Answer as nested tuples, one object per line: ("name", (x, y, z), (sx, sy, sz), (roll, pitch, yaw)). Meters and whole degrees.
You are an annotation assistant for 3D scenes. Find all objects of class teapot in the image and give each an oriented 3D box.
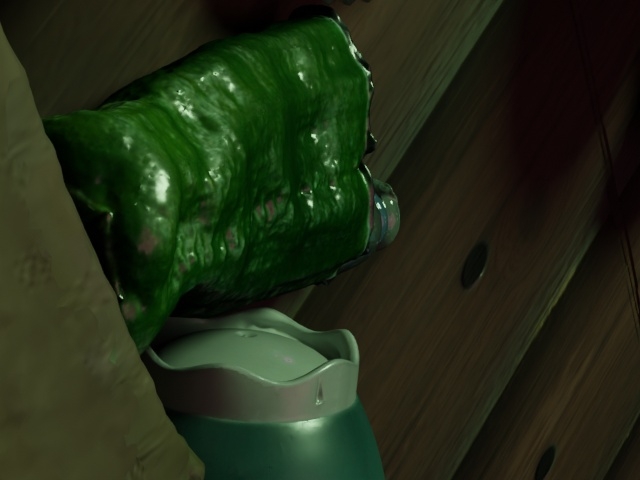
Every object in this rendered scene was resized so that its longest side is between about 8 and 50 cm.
("teapot", (0.004, 0.001, 0.868), (0.083, 0.049, 0.064), (-19, 126, -55))

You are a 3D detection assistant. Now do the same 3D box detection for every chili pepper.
("chili pepper", (-0.063, -0.016, 0.690), (0.270, 0.099, 0.136), (-23, 139, -58))

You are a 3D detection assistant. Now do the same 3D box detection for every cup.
("cup", (-0.044, 0.126, 0.772), (0.300, 0.167, 0.173), (-61, 157, -77))

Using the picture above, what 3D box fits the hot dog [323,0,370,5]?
("hot dog", (0.067, -0.229, 0.782), (0.270, 0.081, 0.163), (-44, 134, -24))

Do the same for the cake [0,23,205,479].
("cake", (-0.191, 0.054, 0.385), (0.230, 0.237, 0.309), (-54, 147, -30))
